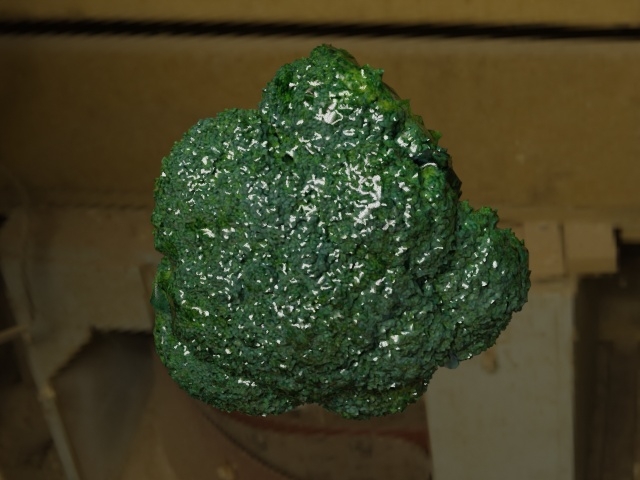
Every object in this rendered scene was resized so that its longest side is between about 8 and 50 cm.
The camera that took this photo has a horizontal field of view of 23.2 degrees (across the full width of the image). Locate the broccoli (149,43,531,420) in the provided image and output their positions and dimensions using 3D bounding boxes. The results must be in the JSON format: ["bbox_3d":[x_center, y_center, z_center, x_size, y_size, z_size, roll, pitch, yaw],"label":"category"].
[{"bbox_3d":[0.000,0.000,1.074,0.269,0.254,0.269,-30,18,11],"label":"broccoli"}]
